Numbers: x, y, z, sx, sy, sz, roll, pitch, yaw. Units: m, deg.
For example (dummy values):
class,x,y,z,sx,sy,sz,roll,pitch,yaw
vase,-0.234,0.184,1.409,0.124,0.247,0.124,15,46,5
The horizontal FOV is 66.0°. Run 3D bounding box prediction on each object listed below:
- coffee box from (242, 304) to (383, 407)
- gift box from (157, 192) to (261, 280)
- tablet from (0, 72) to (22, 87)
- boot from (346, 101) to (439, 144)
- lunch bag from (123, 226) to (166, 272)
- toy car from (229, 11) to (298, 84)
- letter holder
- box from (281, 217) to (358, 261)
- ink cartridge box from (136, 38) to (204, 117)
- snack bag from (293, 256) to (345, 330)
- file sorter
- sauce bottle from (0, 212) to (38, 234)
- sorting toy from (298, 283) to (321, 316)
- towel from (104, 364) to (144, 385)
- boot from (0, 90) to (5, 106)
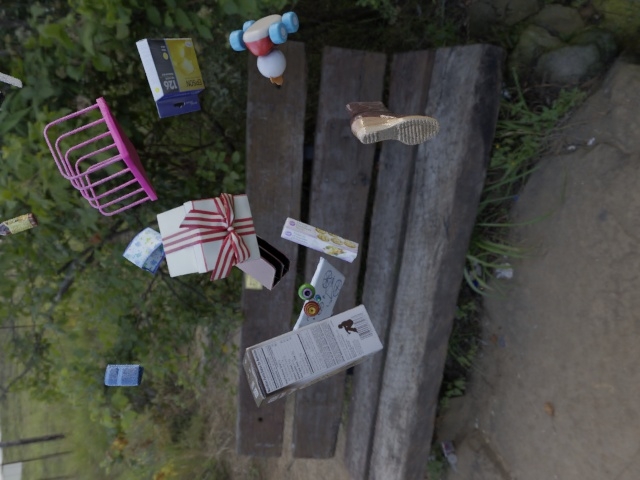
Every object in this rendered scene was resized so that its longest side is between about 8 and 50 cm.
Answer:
class,x,y,z,sx,sy,sz,roll,pitch,yaw
coffee box,-0.025,0.274,1.169,0.168,0.297,0.119,114,134,-64
gift box,-0.369,-0.004,1.612,0.258,0.276,0.255,-12,96,41
tablet,-0.826,-0.425,1.284,0.054,0.083,0.006,49,115,41
boot,0.208,-0.367,1.460,0.207,0.248,0.090,-101,6,-48
lunch bag,-0.683,0.034,1.960,0.129,0.096,0.151,25,82,27
toy car,-0.190,-0.730,1.921,0.210,0.219,0.238,-61,-37,-42
letter holder,-0.305,0.062,2.406,0.302,0.152,0.214,33,146,13
box,0.000,0.000,2.048,0.067,0.324,0.063,-79,15,-45
ink cartridge box,-0.625,-0.709,2.133,0.303,0.072,0.307,-45,-57,-59
snack bag,-0.001,0.273,2.191,0.342,0.037,0.323,-69,-24,-11
file sorter,-0.635,-0.224,1.441,0.202,0.182,0.291,61,169,15
sauce bottle,-0.871,-0.039,1.392,0.042,0.128,0.042,57,160,34
sorting toy,-0.027,0.180,1.475,0.042,0.061,0.102,-141,34,-83
towel,-0.638,0.437,1.598,0.029,0.119,0.067,75,-165,-67
boot,-1.047,-0.386,1.412,0.207,0.246,0.094,-63,7,19
